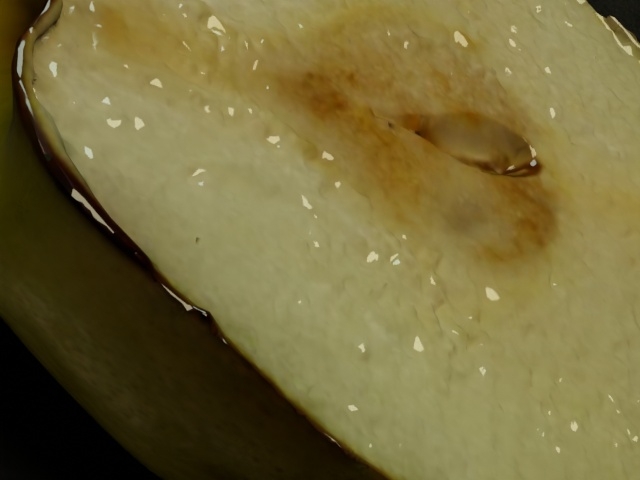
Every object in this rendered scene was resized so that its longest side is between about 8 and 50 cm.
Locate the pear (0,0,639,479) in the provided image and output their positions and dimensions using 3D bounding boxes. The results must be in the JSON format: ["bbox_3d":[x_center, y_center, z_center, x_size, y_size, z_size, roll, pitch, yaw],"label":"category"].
[{"bbox_3d":[0.000,0.000,0.616,0.386,0.191,0.340,18,50,-30],"label":"pear"}]
